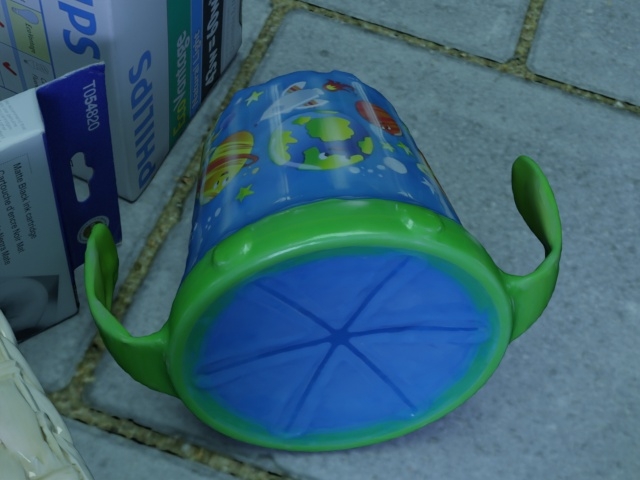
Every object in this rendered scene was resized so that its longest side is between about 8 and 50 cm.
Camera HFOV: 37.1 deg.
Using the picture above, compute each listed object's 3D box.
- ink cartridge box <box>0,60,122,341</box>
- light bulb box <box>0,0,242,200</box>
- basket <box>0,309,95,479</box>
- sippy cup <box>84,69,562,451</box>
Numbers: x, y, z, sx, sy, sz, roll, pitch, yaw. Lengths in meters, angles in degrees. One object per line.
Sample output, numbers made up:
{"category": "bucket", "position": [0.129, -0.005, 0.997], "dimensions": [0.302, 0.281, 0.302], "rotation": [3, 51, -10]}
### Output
{"category": "ink cartridge box", "position": [-0.230, 0.003, 0.658], "dimensions": [0.224, 0.223, 0.045], "rotation": [-30, 64, -24]}
{"category": "light bulb box", "position": [-0.260, -0.272, 0.763], "dimensions": [0.361, 0.358, 0.225], "rotation": [24, 58, 7]}
{"category": "basket", "position": [-0.268, 0.186, 0.470], "dimensions": [0.328, 0.266, 0.331], "rotation": [-23, 49, -24]}
{"category": "sippy cup", "position": [0.000, 0.000, 0.708], "dimensions": [0.305, 0.240, 0.224], "rotation": [17, 39, -26]}
